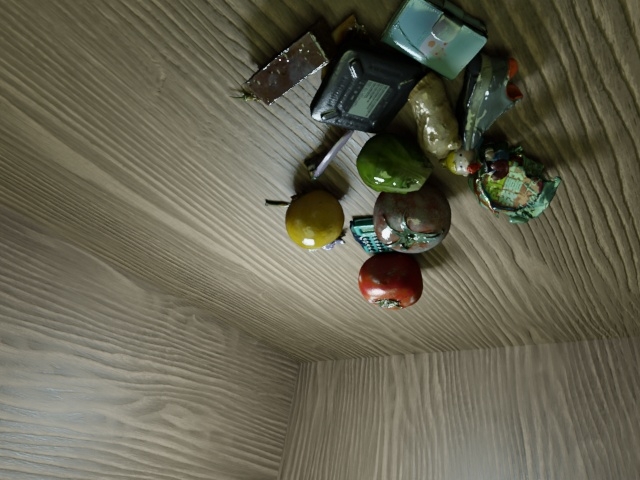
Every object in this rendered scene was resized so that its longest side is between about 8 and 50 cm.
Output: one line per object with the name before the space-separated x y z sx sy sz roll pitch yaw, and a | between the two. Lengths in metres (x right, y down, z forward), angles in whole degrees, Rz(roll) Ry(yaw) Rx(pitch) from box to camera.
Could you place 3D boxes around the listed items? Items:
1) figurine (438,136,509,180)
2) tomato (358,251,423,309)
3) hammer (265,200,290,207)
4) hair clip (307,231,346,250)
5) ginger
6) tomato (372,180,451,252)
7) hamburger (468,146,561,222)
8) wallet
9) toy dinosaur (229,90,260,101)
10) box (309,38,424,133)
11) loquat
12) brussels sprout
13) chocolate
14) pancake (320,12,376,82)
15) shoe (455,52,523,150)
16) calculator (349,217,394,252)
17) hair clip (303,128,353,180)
figurine | 0.529 -0.271 1.449 0.234 0.185 0.127 2 137 21
tomato | 0.365 0.207 2.134 0.325 0.290 0.293 -7 141 29
hammer | -0.165 -0.164 1.973 0.201 0.021 0.078 6 147 9
hair clip | 0.000 0.000 2.136 0.292 0.084 0.106 -8 125 34
ginger | 0.367 -0.391 1.349 0.126 0.190 0.354 -41 138 -1
tomato | 0.365 -0.094 1.680 0.316 0.282 0.317 8 144 6
hamburger | 0.719 -0.207 1.551 0.276 0.150 0.260 38 127 1
wallet | 0.317 -0.571 1.159 0.250 0.075 0.176 22 146 -16
toy dinosaur | -0.268 -0.509 1.471 0.113 0.026 0.041 5 164 -6
box | 0.138 -0.462 1.298 0.289 0.073 0.290 5 149 -26
loquat | -0.036 -0.096 1.820 0.275 0.275 0.275 8 147 5
brussels sprout | 0.265 -0.268 1.494 0.271 0.210 0.219 23 170 -2
chocolate | -0.094 -0.530 1.278 0.321 0.112 0.112 -17 123 42
pancake | 0.078 -0.545 1.282 0.212 0.056 0.257 -14 140 28
shoe | 0.527 -0.426 1.290 0.171 0.132 0.336 -5 145 4
calculator | 0.292 -0.019 2.024 0.248 0.058 0.274 -3 146 23
hair clip | 0.034 -0.331 1.582 0.110 0.096 0.358 -7 167 -32
